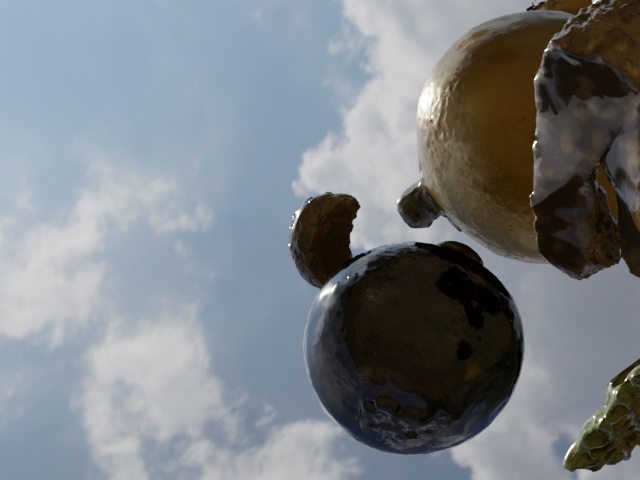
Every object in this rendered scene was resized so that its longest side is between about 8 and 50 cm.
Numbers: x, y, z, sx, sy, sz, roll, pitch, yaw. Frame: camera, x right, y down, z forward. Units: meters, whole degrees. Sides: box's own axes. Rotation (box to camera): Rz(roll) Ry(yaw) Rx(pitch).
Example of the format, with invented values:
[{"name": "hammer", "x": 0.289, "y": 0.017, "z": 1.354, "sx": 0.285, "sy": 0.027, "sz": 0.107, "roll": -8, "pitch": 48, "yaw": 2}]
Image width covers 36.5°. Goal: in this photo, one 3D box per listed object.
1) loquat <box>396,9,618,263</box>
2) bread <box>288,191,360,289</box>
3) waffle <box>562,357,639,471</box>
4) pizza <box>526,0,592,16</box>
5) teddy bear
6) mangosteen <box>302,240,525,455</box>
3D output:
[{"name": "loquat", "x": 0.254, "y": -0.117, "z": 1.229, "sx": 0.328, "sy": 0.359, "sz": 0.328, "roll": 46, "pitch": -153, "yaw": -32}, {"name": "bread", "x": 0.000, "y": 0.000, "z": 1.090, "sx": 0.082, "sy": 0.060, "sz": 0.113, "roll": -3, "pitch": -74, "yaw": -31}, {"name": "waffle", "x": 0.385, "y": 0.187, "z": 1.156, "sx": 0.223, "sy": 0.204, "sz": 0.054, "roll": -17, "pitch": -132, "yaw": -36}, {"name": "pizza", "x": 0.315, "y": -0.263, "z": 1.397, "sx": 0.147, "sy": 0.226, "sz": 0.069, "roll": 2, "pitch": -131, "yaw": -51}, {"name": "teddy bear", "x": 0.305, "y": -0.127, "z": 0.901, "sx": 0.222, "sy": 0.246, "sz": 0.296, "roll": -21, "pitch": -77, "yaw": -26}, {"name": "mangosteen", "x": 0.098, "y": 0.091, "z": 1.007, "sx": 0.228, "sy": 0.228, "sz": 0.265, "roll": 26, "pitch": -138, "yaw": -5}]
